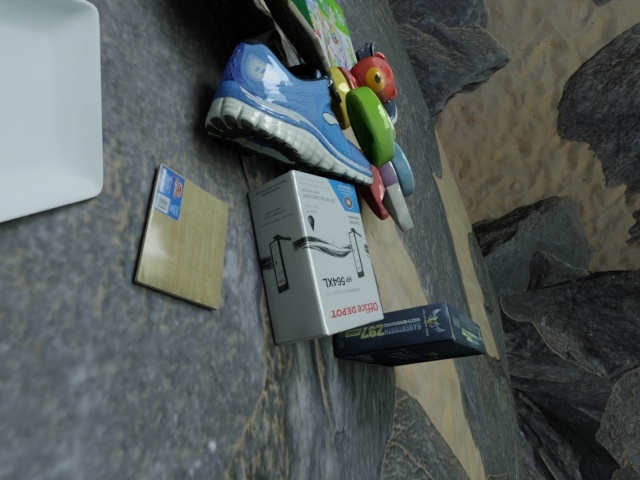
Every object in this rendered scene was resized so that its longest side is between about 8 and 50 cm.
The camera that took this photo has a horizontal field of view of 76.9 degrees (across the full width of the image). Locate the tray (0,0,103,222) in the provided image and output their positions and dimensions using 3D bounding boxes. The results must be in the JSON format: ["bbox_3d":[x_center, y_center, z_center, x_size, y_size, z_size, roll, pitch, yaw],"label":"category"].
[{"bbox_3d":[-0.210,-0.067,0.192,0.270,0.030,0.145,-56,156,-69],"label":"tray"}]

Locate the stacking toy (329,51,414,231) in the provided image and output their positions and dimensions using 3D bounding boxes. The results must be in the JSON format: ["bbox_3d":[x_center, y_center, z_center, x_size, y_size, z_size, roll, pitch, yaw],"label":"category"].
[{"bbox_3d":[0.129,-0.187,0.753,0.279,0.131,0.308,-120,-175,-62],"label":"stacking toy"}]

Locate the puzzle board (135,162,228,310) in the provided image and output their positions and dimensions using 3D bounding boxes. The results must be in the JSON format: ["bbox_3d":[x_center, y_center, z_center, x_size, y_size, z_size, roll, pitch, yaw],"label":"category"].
[{"bbox_3d":[-0.134,-0.002,0.407,0.096,0.011,0.128,36,44,-49],"label":"puzzle board"}]

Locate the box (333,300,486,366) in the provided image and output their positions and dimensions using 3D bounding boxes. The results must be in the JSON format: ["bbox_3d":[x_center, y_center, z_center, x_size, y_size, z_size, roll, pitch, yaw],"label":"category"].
[{"bbox_3d":[0.155,0.164,0.668,0.233,0.184,0.059,32,47,-54],"label":"box"}]

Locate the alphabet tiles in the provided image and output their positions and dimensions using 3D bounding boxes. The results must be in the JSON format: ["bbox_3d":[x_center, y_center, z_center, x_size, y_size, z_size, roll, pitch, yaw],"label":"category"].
[{"bbox_3d":[-0.065,-0.345,0.578,0.285,0.011,0.342,55,8,5],"label":"alphabet tiles"}]

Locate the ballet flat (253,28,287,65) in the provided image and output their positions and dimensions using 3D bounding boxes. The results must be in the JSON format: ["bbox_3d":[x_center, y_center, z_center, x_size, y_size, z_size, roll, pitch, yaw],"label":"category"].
[{"bbox_3d":[-0.075,-0.256,0.626,0.057,0.052,0.168,16,61,-59],"label":"ballet flat"}]

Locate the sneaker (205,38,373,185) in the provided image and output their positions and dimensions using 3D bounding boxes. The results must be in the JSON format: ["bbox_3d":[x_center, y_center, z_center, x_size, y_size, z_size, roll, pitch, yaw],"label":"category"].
[{"bbox_3d":[-0.009,-0.166,0.576,0.330,0.130,0.147,18,81,-59],"label":"sneaker"}]

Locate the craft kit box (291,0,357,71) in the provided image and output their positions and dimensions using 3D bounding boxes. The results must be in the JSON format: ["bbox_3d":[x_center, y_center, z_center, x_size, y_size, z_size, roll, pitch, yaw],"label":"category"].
[{"bbox_3d":[0.012,-0.450,0.911,0.247,0.061,0.249,-11,85,-66],"label":"craft kit box"}]

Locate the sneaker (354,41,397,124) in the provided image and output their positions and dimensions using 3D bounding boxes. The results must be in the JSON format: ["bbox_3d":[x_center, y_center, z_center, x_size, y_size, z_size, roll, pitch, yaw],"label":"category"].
[{"bbox_3d":[0.135,-0.418,1.073,0.163,0.086,0.226,52,22,-55],"label":"sneaker"}]

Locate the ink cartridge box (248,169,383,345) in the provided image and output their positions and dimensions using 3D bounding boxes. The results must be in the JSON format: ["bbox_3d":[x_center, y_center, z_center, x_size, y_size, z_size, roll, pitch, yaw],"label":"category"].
[{"bbox_3d":[-0.002,0.024,0.544,0.148,0.086,0.203,2,72,-54],"label":"ink cartridge box"}]
